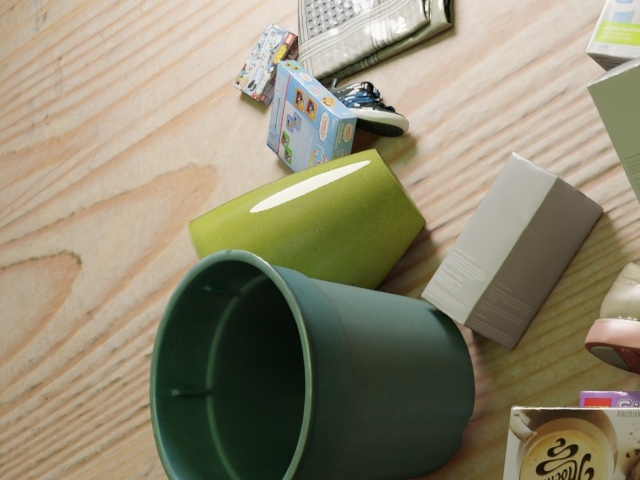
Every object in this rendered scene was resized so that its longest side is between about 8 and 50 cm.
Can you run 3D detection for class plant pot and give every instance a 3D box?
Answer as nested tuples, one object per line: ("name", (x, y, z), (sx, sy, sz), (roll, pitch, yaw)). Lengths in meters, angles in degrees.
("plant pot", (0.000, 0.000, 1.909), (0.293, 0.275, 0.275), (-35, 48, 7))
("plant pot", (0.004, 0.196, 1.692), (0.341, 0.334, 0.341), (-9, 78, 49))

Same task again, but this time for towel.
("towel", (0.083, -0.441, 2.174), (0.324, 0.056, 0.312), (-20, 57, 34))

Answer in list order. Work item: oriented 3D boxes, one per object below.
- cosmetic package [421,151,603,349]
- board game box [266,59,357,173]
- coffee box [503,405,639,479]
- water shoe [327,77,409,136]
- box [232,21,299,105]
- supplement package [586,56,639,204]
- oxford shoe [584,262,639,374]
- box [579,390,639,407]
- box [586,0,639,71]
("cosmetic package", (0.261, 0.015, 1.728), (0.107, 0.127, 0.238), (34, 93, 47))
("board game box", (-0.018, -0.179, 2.095), (0.211, 0.039, 0.160), (49, 138, 45))
("coffee box", (0.358, 0.278, 1.424), (0.297, 0.119, 0.168), (-6, 66, 42))
("water shoe", (0.070, -0.223, 2.065), (0.203, 0.073, 0.080), (17, 80, 46))
("box", (-0.094, -0.319, 2.299), (0.094, 0.027, 0.137), (36, 96, 48))
("supplement package", (0.429, -0.144, 1.601), (0.105, 0.105, 0.179), (-21, 97, 36))
("oxford shoe", (0.493, 0.087, 1.469), (0.397, 0.140, 0.147), (5, 66, 42))
("box", (0.433, 0.278, 1.484), (0.293, 0.057, 0.201), (-5, 68, 42))
("box", (0.462, -0.316, 1.719), (0.114, 0.103, 0.203), (17, 82, 46))
